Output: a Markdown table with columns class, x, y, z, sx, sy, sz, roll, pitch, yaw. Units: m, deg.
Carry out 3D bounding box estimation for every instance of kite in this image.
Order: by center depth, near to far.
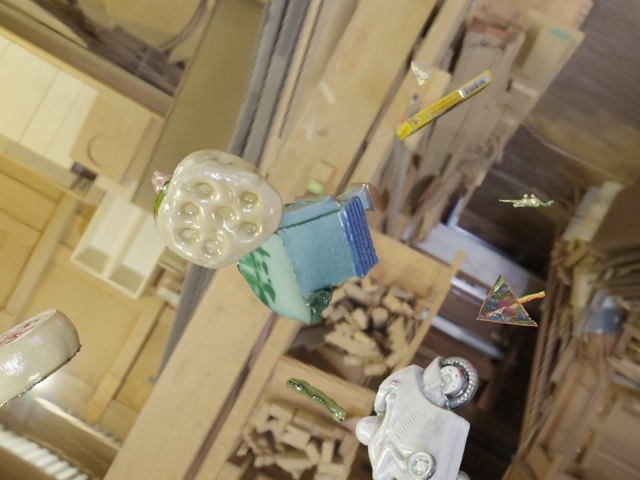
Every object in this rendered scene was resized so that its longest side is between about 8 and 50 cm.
| class | x | y | z | sx | sy | sz | roll | pitch | yaw |
| --- | --- | --- | --- | --- | --- | --- | --- | --- | --- |
| kite | 0.412 | 0.142 | 1.789 | 0.190 | 0.159 | 0.010 | 47 | -156 | -33 |

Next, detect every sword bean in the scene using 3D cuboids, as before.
| class | x | y | z | sx | sy | sz | roll | pitch | yaw |
| --- | --- | --- | --- | --- | --- | --- | --- | --- | --- |
| sword bean | -0.012 | 0.406 | 2.127 | 0.038 | 0.043 | 0.269 | 34 | 172 | -31 |

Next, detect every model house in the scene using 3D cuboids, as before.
| class | x | y | z | sx | sy | sz | roll | pitch | yaw |
| --- | --- | --- | --- | --- | --- | --- | --- | --- | --- |
| model house | 0.000 | 0.000 | 1.938 | 0.295 | 0.329 | 0.252 | 1 | 117 | 62 |

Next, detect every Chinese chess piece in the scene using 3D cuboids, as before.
| class | x | y | z | sx | sy | sz | roll | pitch | yaw |
| --- | --- | --- | --- | --- | --- | --- | --- | --- | --- |
| Chinese chess piece | -0.670 | 0.263 | 1.842 | 0.112 | 0.270 | 0.270 | 61 | 171 | -13 |

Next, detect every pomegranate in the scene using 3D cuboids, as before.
| class | x | y | z | sx | sy | sz | roll | pitch | yaw |
| --- | --- | --- | --- | --- | --- | --- | --- | --- | --- |
| pomegranate | -0.402 | -0.117 | 2.361 | 0.248 | 0.214 | 0.214 | 38 | -178 | 21 |

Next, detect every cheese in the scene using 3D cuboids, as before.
| class | x | y | z | sx | sy | sz | roll | pitch | yaw |
| --- | --- | --- | --- | --- | --- | --- | --- | --- | --- |
| cheese | -0.186 | -0.064 | 1.496 | 0.117 | 0.235 | 0.218 | -94 | -9 | -61 |

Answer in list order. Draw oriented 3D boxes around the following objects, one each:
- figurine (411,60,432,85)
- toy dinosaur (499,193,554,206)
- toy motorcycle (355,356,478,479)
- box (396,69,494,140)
| class | x | y | z | sx | sy | sz | roll | pitch | yaw |
| --- | --- | --- | --- | --- | --- | --- | --- | --- | --- |
| figurine | 0.285 | -0.471 | 2.334 | 0.047 | 0.051 | 0.083 | -8 | -138 | -15 |
| toy dinosaur | 0.467 | -0.085 | 1.876 | 0.119 | 0.029 | 0.060 | -2 | 169 | 33 |
| toy motorcycle | 0.120 | 0.277 | 1.132 | 0.170 | 0.260 | 0.110 | 5 | 157 | 43 |
| box | 0.195 | -0.212 | 1.298 | 0.023 | 0.155 | 0.087 | 58 | 175 | -3 |
